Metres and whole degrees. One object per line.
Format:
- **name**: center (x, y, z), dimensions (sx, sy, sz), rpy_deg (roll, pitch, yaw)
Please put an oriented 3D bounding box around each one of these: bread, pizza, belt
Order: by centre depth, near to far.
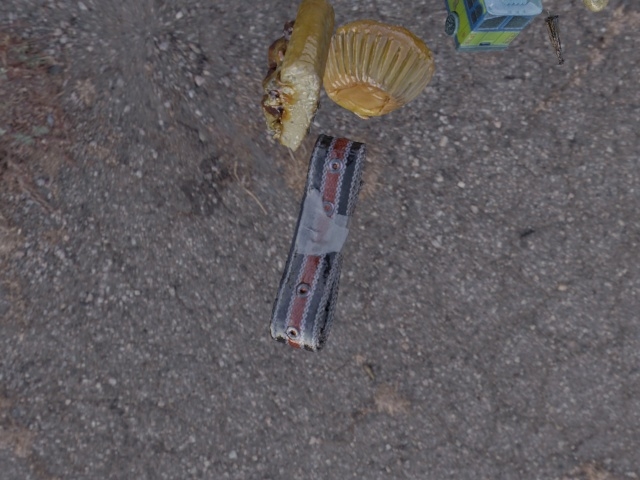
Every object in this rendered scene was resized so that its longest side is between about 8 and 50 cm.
- **pizza**: center (-0.035, -0.181, 0.735), dimensions (0.069, 0.154, 0.194), rpy_deg (13, 141, -9)
- **belt**: center (0.000, 0.000, 1.031), dimensions (0.094, 0.126, 0.360), rpy_deg (12, 82, 9)
- **bread**: center (0.123, -0.392, 1.456), dimensions (0.274, 0.274, 0.149), rpy_deg (20, 79, -20)

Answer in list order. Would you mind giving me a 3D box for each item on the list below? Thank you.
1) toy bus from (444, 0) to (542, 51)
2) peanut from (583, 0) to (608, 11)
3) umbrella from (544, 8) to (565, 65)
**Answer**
- **toy bus**: center (0.376, -0.618, 1.476), dimensions (0.152, 0.190, 0.312), rpy_deg (-7, 76, -17)
- **peanut**: center (0.350, -0.337, 0.813), dimensions (0.037, 0.037, 0.083), rpy_deg (-20, 91, -8)
- **umbrella**: center (0.331, -0.286, 0.891), dimensions (0.020, 0.031, 0.083), rpy_deg (-11, 119, 19)
